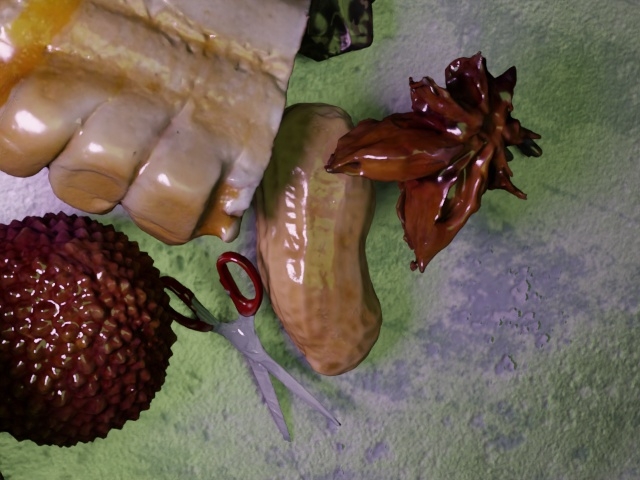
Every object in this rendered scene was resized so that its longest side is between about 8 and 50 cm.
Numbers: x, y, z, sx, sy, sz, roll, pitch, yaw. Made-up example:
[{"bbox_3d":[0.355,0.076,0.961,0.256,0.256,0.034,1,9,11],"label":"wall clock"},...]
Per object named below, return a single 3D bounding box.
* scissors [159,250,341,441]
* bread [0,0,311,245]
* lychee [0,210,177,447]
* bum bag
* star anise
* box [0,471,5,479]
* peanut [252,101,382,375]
[{"bbox_3d":[-0.074,0.124,1.655,0.247,0.144,0.017,55,40,-18],"label":"scissors"},{"bbox_3d":[-0.206,-0.162,1.544,0.341,0.210,0.300,18,67,-16],"label":"bread"},{"bbox_3d":[-0.259,0.081,1.517,0.271,0.271,0.271,-1,93,-15],"label":"lychee"},{"bbox_3d":[0.021,-0.321,1.668,0.102,0.069,0.248,8,92,21],"label":"bum bag"},{"bbox_3d":[0.150,-0.095,1.621,0.346,0.148,0.237,-14,116,-52],"label":"star anise"},{"bbox_3d":[-0.393,0.199,1.423,0.122,0.385,0.344,-27,99,-12],"label":"box"},{"bbox_3d":[0.000,0.000,1.646,0.147,0.147,0.305,-4,94,-15],"label":"peanut"}]
